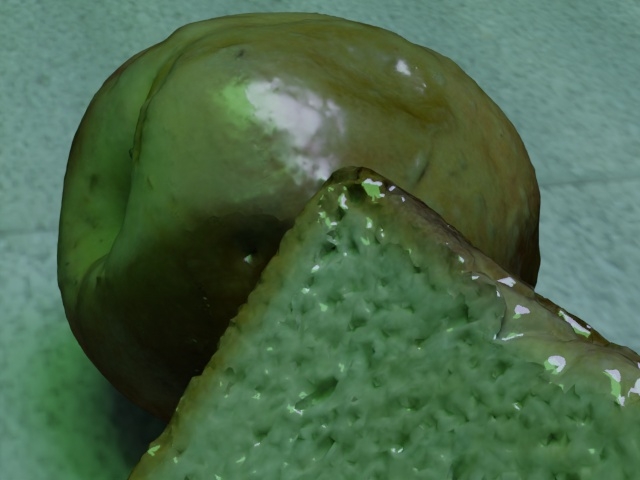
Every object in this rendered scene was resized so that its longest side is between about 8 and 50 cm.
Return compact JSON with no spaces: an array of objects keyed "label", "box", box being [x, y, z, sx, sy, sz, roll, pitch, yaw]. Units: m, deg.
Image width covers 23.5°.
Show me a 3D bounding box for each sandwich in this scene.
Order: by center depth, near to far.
[{"label":"sandwich","box":[0.052,0.135,0.478,0.288,0.099,0.254,27,81,36]}]

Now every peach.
[{"label":"peach","box":[0.000,0.000,0.730,0.235,0.214,0.214,7,28,-22]}]
